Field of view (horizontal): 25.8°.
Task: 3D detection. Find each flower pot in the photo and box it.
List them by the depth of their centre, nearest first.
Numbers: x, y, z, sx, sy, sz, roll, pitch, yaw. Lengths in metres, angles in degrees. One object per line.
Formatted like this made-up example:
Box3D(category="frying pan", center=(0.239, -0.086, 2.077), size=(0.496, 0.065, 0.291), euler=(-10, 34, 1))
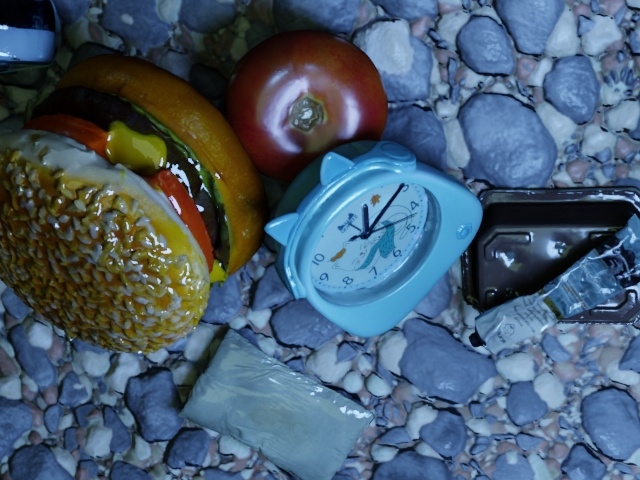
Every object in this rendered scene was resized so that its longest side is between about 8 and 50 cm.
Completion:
Box3D(category="flower pot", center=(0.292, 0.031, 1.697), size=(0.251, 0.084, 0.178), euler=(-1, 108, 10))

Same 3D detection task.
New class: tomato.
Box3D(category="tomato", center=(-0.018, -0.158, 1.657), size=(0.195, 0.136, 0.195), euler=(-1, 106, -5))

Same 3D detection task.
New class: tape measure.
Box3D(category="tape measure", center=(-0.409, -0.248, 1.682), size=(0.182, 0.181, 0.107), euler=(1, 96, 11))

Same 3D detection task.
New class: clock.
Box3D(category="clock", center=(0.048, -0.017, 1.624), size=(0.223, 0.094, 0.274), euler=(-49, 137, 8))

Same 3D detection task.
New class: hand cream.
Box3D(category="hand cream", center=(0.283, 0.060, 1.646), size=(0.248, 0.052, 0.075), euler=(-33, 122, 12))

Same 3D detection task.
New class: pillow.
Box3D(category="pillow", center=(-0.058, 0.227, 1.842), size=(0.230, 0.050, 0.148), euler=(29, 115, -3))

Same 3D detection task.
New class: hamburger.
Box3D(category="hamburger", center=(-0.241, -0.033, 1.633), size=(0.330, 0.250, 0.330), euler=(27, 141, 24))

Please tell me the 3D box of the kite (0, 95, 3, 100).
Box3D(category="kite", center=(-0.495, -0.168, 1.799), size=(0.190, 0.010, 0.159), euler=(-21, 116, 24))
